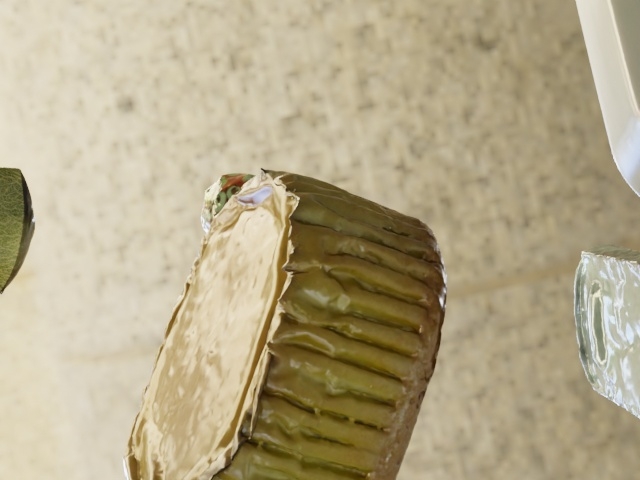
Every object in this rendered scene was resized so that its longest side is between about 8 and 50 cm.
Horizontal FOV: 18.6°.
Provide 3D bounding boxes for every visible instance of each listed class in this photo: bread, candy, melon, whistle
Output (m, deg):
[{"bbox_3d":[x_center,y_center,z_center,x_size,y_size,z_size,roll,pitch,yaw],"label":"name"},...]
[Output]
[{"bbox_3d":[-0.021,0.085,1.306,0.142,0.253,0.227,24,172,-16],"label":"bread"},{"bbox_3d":[0.001,0.000,1.949,0.288,0.078,0.084,20,-159,-40],"label":"candy"},{"bbox_3d":[-0.344,0.005,1.825,0.128,0.079,0.160,15,127,-26],"label":"melon"},{"bbox_3d":[0.336,0.095,1.550,0.405,0.168,0.188,4,-164,42],"label":"whistle"}]

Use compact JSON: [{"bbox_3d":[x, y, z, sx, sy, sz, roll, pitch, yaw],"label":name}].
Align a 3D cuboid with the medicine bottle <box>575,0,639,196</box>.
[{"bbox_3d":[0.283,-0.123,1.358,0.179,0.324,0.124,-2,153,-11],"label":"medicine bottle"}]
